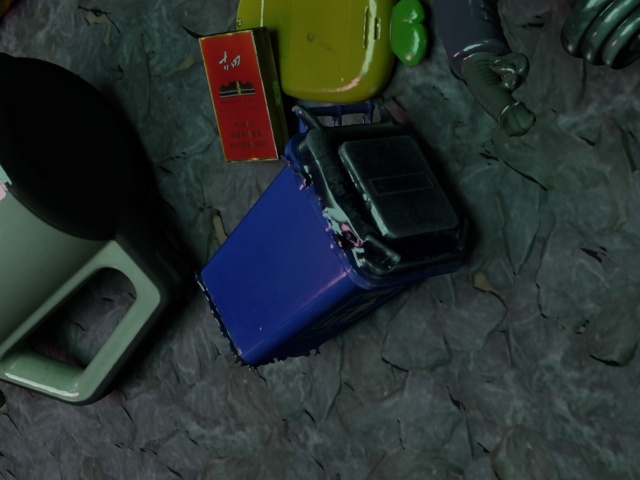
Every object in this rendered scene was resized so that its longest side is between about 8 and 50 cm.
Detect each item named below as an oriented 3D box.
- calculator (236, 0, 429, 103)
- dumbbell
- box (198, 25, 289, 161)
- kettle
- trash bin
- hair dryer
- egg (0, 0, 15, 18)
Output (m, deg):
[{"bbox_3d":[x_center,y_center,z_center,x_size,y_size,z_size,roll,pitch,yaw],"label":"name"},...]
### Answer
[{"bbox_3d":[0.007,-0.207,1.453,0.235,0.032,0.146,8,99,41],"label":"calculator"},{"bbox_3d":[0.293,-0.127,1.188,0.254,0.110,0.110,50,122,17],"label":"dumbbell"},{"bbox_3d":[-0.075,-0.145,1.506,0.090,0.023,0.133,3,108,48],"label":"box"},{"bbox_3d":[-0.350,0.032,1.661,0.376,0.250,0.361,-37,91,33],"label":"kettle"},{"bbox_3d":[0.000,0.000,1.404,0.234,0.162,0.184,-43,67,40],"label":"trash bin"},{"bbox_3d":[0.163,-0.236,1.202,0.301,0.121,0.361,-18,55,31],"label":"hair dryer"},{"bbox_3d":[-0.487,-0.321,1.705,0.286,0.264,0.174,-42,63,35],"label":"egg"}]
